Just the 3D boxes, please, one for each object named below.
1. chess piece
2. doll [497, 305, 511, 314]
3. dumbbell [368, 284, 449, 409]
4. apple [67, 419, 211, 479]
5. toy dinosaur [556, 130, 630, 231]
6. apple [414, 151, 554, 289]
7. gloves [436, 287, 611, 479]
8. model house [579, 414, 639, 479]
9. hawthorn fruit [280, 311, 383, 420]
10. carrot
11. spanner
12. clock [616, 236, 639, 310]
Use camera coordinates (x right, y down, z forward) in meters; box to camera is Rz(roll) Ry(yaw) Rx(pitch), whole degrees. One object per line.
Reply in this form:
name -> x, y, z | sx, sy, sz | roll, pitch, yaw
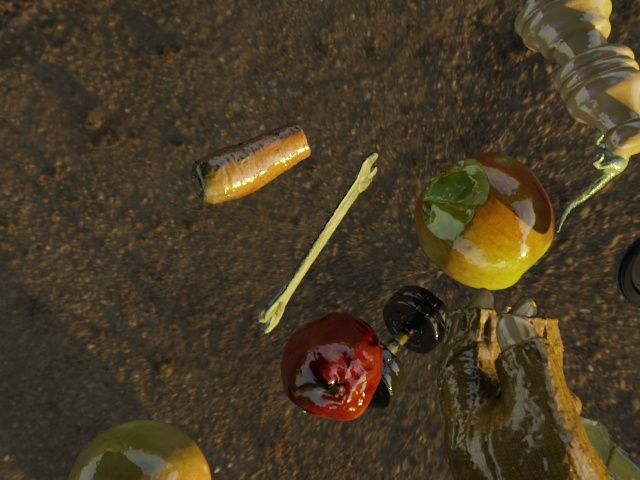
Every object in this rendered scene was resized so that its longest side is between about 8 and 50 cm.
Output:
chess piece -> 0.429, -0.263, 1.091 | 0.139, 0.124, 0.307 | -6, 62, -12
doll -> 0.422, 0.246, 1.714 | 0.227, 0.075, 0.102 | -46, 112, -31
dumbbell -> 0.180, 0.258, 1.693 | 0.185, 0.185, 0.388 | 44, 56, 9
apple -> -0.416, 0.584, 1.614 | 0.277, 0.319, 0.319 | 0, 87, 39
toy dinosaur -> 0.695, -0.190, 1.729 | 0.383, 0.076, 0.129 | -36, 112, -6
apple -> 0.410, -0.044, 1.703 | 0.340, 0.339, 0.339 | 0, 87, 10
gloves -> 0.207, 0.210, 0.720 | 0.155, 0.203, 0.356 | -10, 60, 12
model house -> 0.702, 0.639, 1.799 | 0.321, 0.266, 0.261 | 40, 119, 17
hawthorn fruit -> 0.027, 0.232, 1.207 | 0.190, 0.251, 0.189 | -1, 106, -2
carrot -> -0.171, -0.187, 1.702 | 0.302, 0.139, 0.138 | -23, 83, -15
spanner -> 0.000, 0.000, 0.976 | 0.017, 0.071, 0.302 | 31, 78, 17
clock -> 0.749, 0.066, 1.479 | 0.042, 0.215, 0.215 | 38, 96, -32
